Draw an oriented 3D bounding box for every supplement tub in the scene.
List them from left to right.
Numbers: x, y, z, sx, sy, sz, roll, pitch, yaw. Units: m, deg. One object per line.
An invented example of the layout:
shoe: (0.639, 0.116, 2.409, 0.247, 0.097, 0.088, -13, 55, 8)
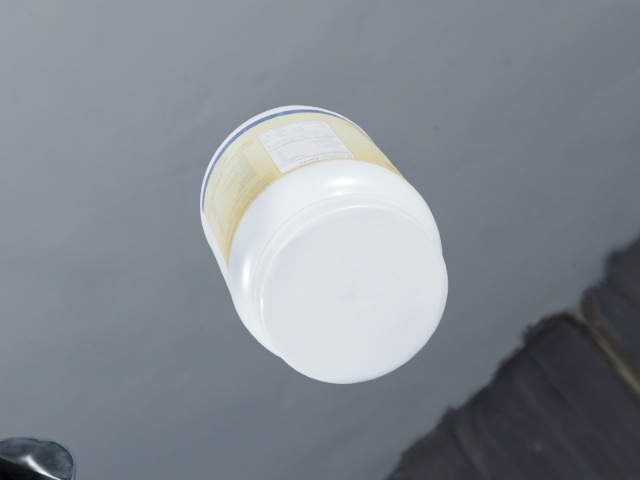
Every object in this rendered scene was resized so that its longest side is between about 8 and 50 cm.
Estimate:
supplement tub: (0.000, 0.000, 1.515, 0.228, 0.316, 0.228, -5, 112, -12)

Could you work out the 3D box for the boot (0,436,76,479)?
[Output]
boot: (-0.260, 0.321, 1.289, 0.367, 0.146, 0.445, -41, 149, -37)
